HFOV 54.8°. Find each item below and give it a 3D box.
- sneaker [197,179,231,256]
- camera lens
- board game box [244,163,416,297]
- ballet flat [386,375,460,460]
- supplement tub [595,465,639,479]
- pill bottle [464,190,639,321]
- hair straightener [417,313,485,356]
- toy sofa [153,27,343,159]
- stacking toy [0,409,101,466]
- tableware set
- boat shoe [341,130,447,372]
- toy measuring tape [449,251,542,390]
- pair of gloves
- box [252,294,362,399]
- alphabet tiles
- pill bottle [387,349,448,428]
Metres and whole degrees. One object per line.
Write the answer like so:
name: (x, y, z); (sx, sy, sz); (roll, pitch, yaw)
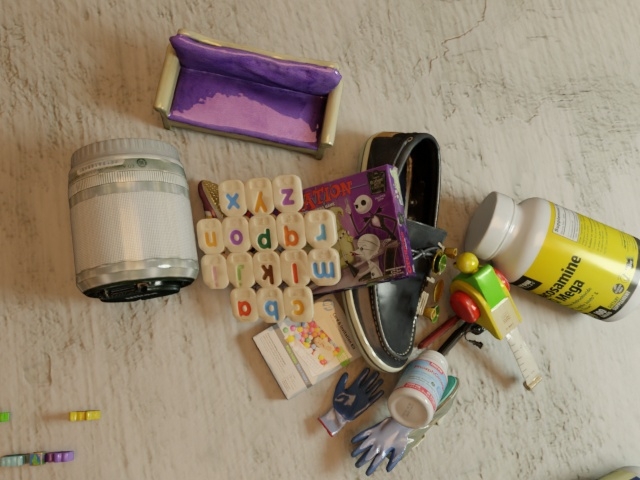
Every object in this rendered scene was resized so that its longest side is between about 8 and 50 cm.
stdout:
sneaker: (-0.215, -0.039, 1.256); (0.084, 0.070, 0.185); (-43, 62, 23)
camera lens: (-0.351, -0.030, 1.159); (0.220, 0.219, 0.274); (-8, 81, -8)
board game box: (0.000, 0.000, 1.184); (0.347, 0.056, 0.208); (-15, 75, 29)
ballet flat: (0.205, 0.359, 1.243); (0.213, 0.072, 0.068); (-38, 113, -11)
supplement tub: (0.564, 0.571, 1.152); (0.325, 0.235, 0.235); (-22, 83, -11)
pill bottle: (0.480, 0.026, 1.270); (0.334, 0.188, 0.187); (22, 78, -2)
hair straightener: (0.314, 0.185, 1.298); (0.230, 0.047, 0.089); (-38, 89, -17)
toy sofa: (-0.142, -0.289, 1.258); (0.363, 0.177, 0.150); (11, 78, -6)
stacking toy: (-0.526, 0.403, 1.146); (0.222, 0.052, 0.166); (0, 78, -5)
tableware set: (0.234, 0.084, 1.207); (0.024, 0.104, 0.154); (14, 82, 30)
boat shoe: (0.156, 0.009, 1.225); (0.187, 0.156, 0.499); (18, 72, -41)
toy measuring tape: (0.345, 0.158, 1.251); (0.121, 0.121, 0.330); (-35, 110, -12)
pair of gloves: (0.093, 0.350, 1.211); (0.159, 0.023, 0.198); (-41, 63, -13)
box: (-0.022, 0.212, 1.248); (0.186, 0.038, 0.145); (-29, 84, -12)
alphabet tiles: (-0.101, 0.018, 1.164); (0.285, 0.021, 0.277); (-4, 97, 21)
pill bottle: (0.194, 0.281, 1.191); (0.087, 0.087, 0.160); (44, 35, 2)
